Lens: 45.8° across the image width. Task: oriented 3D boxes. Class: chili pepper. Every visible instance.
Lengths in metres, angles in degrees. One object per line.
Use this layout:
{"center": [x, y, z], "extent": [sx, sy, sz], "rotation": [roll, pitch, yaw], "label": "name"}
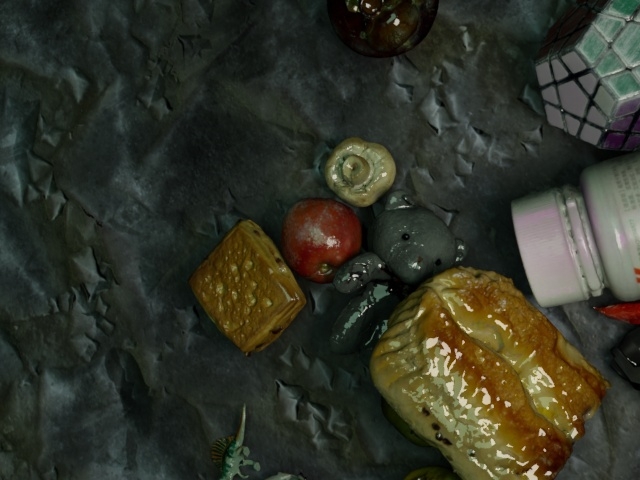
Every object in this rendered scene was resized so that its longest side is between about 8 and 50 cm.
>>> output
{"center": [0.601, 0.122, 1.328], "extent": [0.268, 0.059, 0.050], "rotation": [-14, 69, 49], "label": "chili pepper"}

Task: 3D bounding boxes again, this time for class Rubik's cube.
{"center": [0.547, -0.310, 1.363], "extent": [0.264, 0.319, 0.319], "rotation": [-3, 83, 39], "label": "Rubik's cube"}

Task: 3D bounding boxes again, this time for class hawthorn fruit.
{"center": [0.000, 0.000, 1.518], "extent": [0.173, 0.173, 0.173], "rotation": [-1, 84, 13], "label": "hawthorn fruit"}

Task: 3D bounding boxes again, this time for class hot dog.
{"center": [0.276, 0.230, 1.333], "extent": [0.365, 0.196, 0.367], "rotation": [49, 54, 1], "label": "hot dog"}

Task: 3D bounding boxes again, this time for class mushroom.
{"center": [0.080, -0.139, 1.539], "extent": [0.148, 0.112, 0.148], "rotation": [-3, 82, 22], "label": "mushroom"}

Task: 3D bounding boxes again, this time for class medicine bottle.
{"center": [0.524, -0.017, 1.344], "extent": [0.325, 0.256, 0.256], "rotation": [-15, 81, 19], "label": "medicine bottle"}

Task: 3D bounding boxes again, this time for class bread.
{"center": [-0.145, 0.099, 1.558], "extent": [0.210, 0.099, 0.235], "rotation": [-48, 67, 22], "label": "bread"}

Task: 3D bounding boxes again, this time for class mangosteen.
{"center": [0.118, -0.476, 1.478], "extent": [0.231, 0.289, 0.231], "rotation": [2, 99, 10], "label": "mangosteen"}

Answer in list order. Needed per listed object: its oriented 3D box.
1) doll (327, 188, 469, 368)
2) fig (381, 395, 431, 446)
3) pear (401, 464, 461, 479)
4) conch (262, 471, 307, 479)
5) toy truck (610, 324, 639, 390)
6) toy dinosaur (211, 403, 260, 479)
{"center": [0.152, 0.091, 1.460], "extent": [0.246, 0.158, 0.340], "rotation": [32, 80, -17], "label": "doll"}
{"center": [0.227, 0.264, 1.448], "extent": [0.151, 0.151, 0.259], "rotation": [36, 90, 14], "label": "fig"}
{"center": [0.247, 0.559, 1.358], "extent": [0.269, 0.269, 0.321], "rotation": [-32, 93, 8], "label": "pear"}
{"center": [-0.105, 0.583, 1.491], "extent": [0.275, 0.183, 0.149], "rotation": [-21, 122, 18], "label": "conch"}
{"center": [0.648, 0.189, 1.362], "extent": [0.224, 0.147, 0.165], "rotation": [-47, 53, 2], "label": "toy truck"}
{"center": [-0.188, 0.443, 1.582], "extent": [0.106, 0.044, 0.187], "rotation": [-16, 81, 27], "label": "toy dinosaur"}
